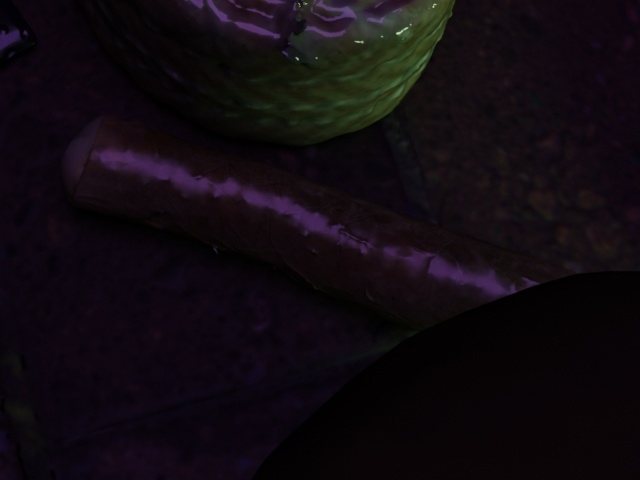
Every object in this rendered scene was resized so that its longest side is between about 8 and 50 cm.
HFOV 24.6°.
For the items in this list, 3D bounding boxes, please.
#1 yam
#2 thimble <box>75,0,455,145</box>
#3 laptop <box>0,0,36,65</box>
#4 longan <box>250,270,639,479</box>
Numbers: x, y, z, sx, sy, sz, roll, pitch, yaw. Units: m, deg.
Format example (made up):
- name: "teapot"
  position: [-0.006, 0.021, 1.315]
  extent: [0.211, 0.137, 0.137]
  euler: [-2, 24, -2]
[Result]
- name: "yam"
  position: [0.000, 0.000, 0.807]
  extent: [0.299, 0.066, 0.066]
  euler: [19, 68, 3]
- name: "thimble"
  position: [-0.031, -0.172, 0.824]
  extent: [0.229, 0.148, 0.196]
  euler: [42, 70, 8]
- name: "laptop"
  position: [-0.272, -0.118, 0.845]
  extent: [0.180, 0.016, 0.129]
  euler: [-34, 76, -16]
- name: "longan"
  position: [0.139, 0.201, 0.608]
  extent: [0.404, 0.336, 0.405]
  euler: [3, 102, 12]
